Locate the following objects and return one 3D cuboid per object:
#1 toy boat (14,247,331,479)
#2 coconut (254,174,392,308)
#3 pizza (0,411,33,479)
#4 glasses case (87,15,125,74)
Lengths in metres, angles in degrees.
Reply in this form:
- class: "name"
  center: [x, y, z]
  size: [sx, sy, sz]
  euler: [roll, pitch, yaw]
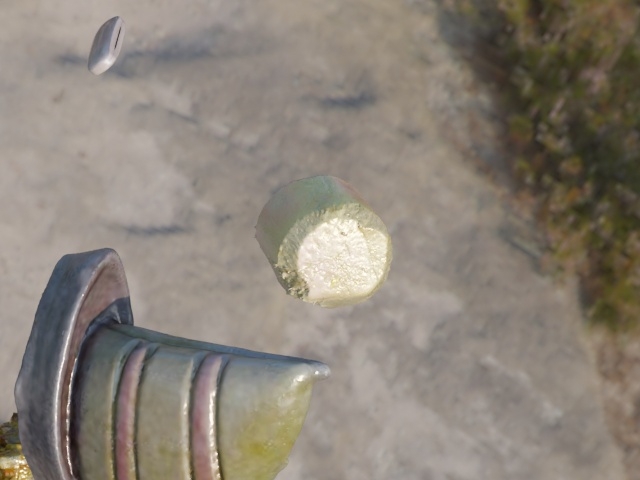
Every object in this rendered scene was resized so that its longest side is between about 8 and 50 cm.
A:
- class: "toy boat"
  center: [-0.166, 0.172, 1.566]
  size: [0.293, 0.276, 0.111]
  euler: [30, 21, 28]
- class: "coconut"
  center: [0.000, 0.000, 1.561]
  size: [0.116, 0.116, 0.122]
  euler: [10, 16, -21]
- class: "pizza"
  center: [-0.315, 0.217, 1.809]
  size: [0.134, 0.175, 0.046]
  euler: [-78, 147, -69]
- class: "glasses case"
  center: [-0.213, -0.194, 1.677]
  size: [0.021, 0.032, 0.083]
  euler: [43, 30, -27]
